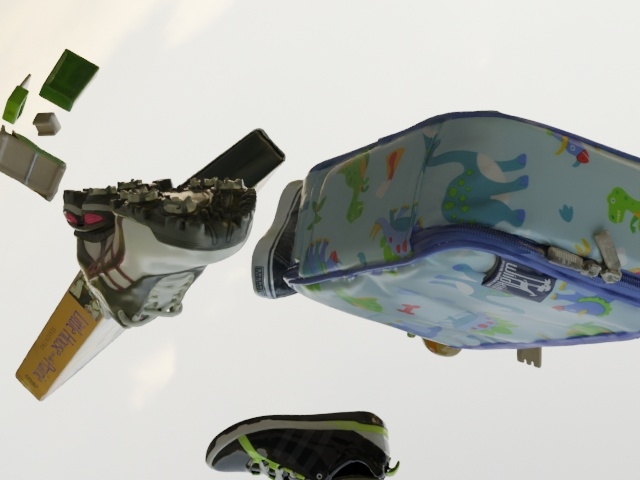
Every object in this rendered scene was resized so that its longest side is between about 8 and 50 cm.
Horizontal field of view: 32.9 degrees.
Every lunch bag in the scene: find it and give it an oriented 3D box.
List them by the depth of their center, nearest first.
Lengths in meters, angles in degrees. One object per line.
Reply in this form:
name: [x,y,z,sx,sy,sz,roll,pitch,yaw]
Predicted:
lunch bag: [0.094,0.006,0.603,0.219,0.176,0.090,-15,-119,61]

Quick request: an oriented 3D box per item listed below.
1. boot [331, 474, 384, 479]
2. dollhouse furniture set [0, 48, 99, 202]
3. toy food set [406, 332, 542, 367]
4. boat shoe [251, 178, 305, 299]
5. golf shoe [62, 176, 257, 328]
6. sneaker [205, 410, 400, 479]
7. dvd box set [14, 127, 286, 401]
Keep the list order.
boot: [0.019,0.311,1.164,0.161,0.246,0.084,-107,-153,-69]
dollhouse furniture set: [-0.268,-0.115,1.062,0.152,0.076,0.059,-53,-168,46]
toy food set: [0.127,0.055,1.068,0.038,0.133,0.192,-20,-158,-39]
boat shoe: [0.000,0.000,0.969,0.083,0.065,0.183,2,-152,11]
golf shoe: [-0.121,0.011,0.854,0.273,0.105,0.120,4,-79,63]
sneaker: [-0.022,0.266,1.307,0.234,0.084,0.097,-7,-124,-2]
dvd box set: [-0.234,0.042,1.434,0.307,0.062,0.420,-43,180,-36]
